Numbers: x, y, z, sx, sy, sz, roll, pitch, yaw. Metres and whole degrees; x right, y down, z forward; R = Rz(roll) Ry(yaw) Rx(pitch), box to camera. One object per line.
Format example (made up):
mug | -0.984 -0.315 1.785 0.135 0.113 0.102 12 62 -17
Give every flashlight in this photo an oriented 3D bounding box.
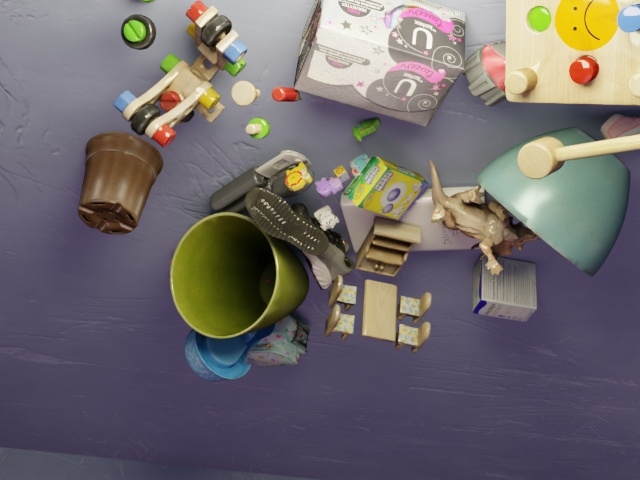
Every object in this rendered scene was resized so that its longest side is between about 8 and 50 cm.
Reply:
flashlight | 0.376 -0.337 1.450 0.304 0.103 0.103 -33 96 39

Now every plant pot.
plant pot | -0.151 0.090 2.039 0.275 0.274 0.293 -11 169 24
plant pot | -0.429 -0.112 1.856 0.167 0.165 0.167 4 147 3
plant pot | 0.466 -0.098 1.667 0.290 0.290 0.195 32 104 -33

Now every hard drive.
hard drive | 0.214 -0.042 1.962 0.308 0.040 0.203 -2 146 13

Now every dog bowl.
dog bowl | -0.221 0.219 2.117 0.166 0.297 0.074 47 129 -13

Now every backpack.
backpack | -0.138 0.261 2.389 0.166 0.144 0.188 -6 142 28

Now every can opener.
can opener | -0.130 -0.114 1.875 0.074 0.093 0.280 27 144 -36

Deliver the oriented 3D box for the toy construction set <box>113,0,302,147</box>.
toy construction set | -0.182 -0.282 1.553 0.309 0.257 0.237 19 -168 9

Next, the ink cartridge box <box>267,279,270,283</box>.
ink cartridge box | -0.107 0.114 2.262 0.115 0.029 0.062 -2 146 11

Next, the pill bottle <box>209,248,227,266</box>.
pill bottle | -0.262 0.032 2.121 0.078 0.078 0.137 -8 144 20

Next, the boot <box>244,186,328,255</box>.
boot | -0.079 -0.043 1.851 0.198 0.137 0.077 40 93 -12

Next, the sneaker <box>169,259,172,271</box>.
sneaker | -0.312 0.144 2.259 0.099 0.121 0.262 -8 144 19

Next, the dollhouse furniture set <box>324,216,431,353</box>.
dollhouse furniture set | 0.140 0.099 1.931 0.212 0.242 0.161 12 146 -10

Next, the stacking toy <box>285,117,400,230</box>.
stacking toy | 0.053 -0.129 1.776 0.221 0.052 0.167 -33 140 2

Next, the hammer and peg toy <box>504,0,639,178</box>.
hammer and peg toy | 0.405 -0.275 1.305 0.266 0.127 0.361 6 108 31

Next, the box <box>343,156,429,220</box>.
box | 0.133 -0.106 1.793 0.179 0.043 0.105 15 119 -47

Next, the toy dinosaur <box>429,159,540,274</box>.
toy dinosaur | 0.315 -0.044 1.819 0.296 0.200 0.127 36 98 -1

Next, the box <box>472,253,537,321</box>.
box | 0.434 0.113 2.081 0.137 0.126 0.072 10 148 -5

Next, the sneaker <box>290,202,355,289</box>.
sneaker | 0.000 0.000 2.033 0.108 0.100 0.271 -25 138 3

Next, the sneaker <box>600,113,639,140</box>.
sneaker | 0.585 -0.216 1.640 0.134 0.070 0.051 -21 138 -11

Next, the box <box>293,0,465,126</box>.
box | 0.100 -0.317 1.478 0.247 0.142 0.163 14 146 -11
